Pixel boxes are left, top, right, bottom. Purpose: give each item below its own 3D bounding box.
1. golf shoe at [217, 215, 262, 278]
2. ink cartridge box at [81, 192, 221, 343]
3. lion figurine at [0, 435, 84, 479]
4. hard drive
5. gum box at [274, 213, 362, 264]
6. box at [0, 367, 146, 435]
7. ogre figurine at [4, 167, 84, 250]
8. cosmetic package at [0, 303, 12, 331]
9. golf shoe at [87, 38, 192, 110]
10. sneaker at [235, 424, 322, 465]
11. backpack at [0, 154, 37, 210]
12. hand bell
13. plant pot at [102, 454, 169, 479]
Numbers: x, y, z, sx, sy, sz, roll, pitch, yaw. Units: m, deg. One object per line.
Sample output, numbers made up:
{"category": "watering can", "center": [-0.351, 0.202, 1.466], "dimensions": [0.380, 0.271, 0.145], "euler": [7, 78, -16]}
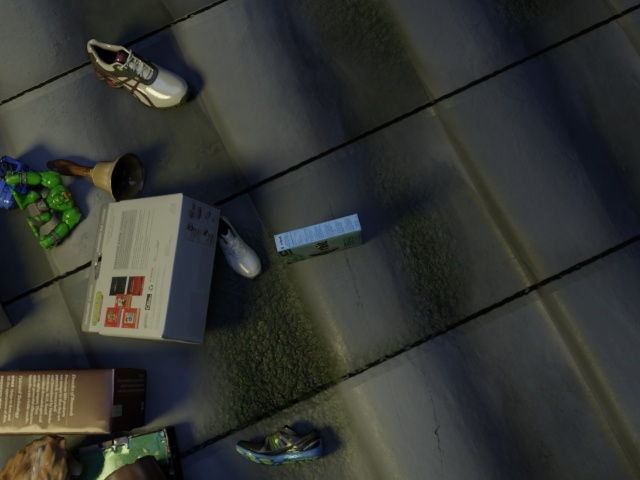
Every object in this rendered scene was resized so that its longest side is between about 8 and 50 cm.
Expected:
{"category": "golf shoe", "center": [-0.204, 0.013, 1.456], "dimensions": [0.069, 0.086, 0.176], "euler": [-39, 79, -6]}
{"category": "ink cartridge box", "center": [-0.381, 0.066, 1.415], "dimensions": [0.272, 0.130, 0.309], "euler": [-2, 76, 33]}
{"category": "lion figurine", "center": [-0.676, 0.561, 1.324], "dimensions": [0.392, 0.142, 0.240], "euler": [-21, 60, 22]}
{"category": "hard drive", "center": [-0.402, 0.594, 1.356], "dimensions": [0.237, 0.064, 0.339], "euler": [-15, 78, 1]}
{"category": "gum box", "center": [0.000, 0.000, 1.405], "dimensions": [0.184, 0.157, 0.041], "euler": [-14, 77, 1]}
{"category": "box", "center": [-0.593, 0.345, 1.361], "dimensions": [0.381, 0.191, 0.143], "euler": [0, 78, 4]}
{"category": "ogre figurine", "center": [-0.650, -0.089, 1.501], "dimensions": [0.118, 0.097, 0.197], "euler": [-30, 86, -22]}
{"category": "cosmetic package", "center": [-0.931, 0.060, 1.423], "dimensions": [0.230, 0.161, 0.453], "euler": [-28, 90, -2]}
{"category": "golf shoe", "center": [-0.450, -0.406, 1.552], "dimensions": [0.273, 0.120, 0.105], "euler": [22, 79, 8]}
{"category": "sneaker", "center": [-0.089, 0.443, 1.370], "dimensions": [0.188, 0.067, 0.078], "euler": [-5, 56, 5]}
{"category": "backpack", "center": [-0.746, -0.131, 1.526], "dimensions": [0.101, 0.098, 0.120], "euler": [23, 78, -11]}
{"category": "hand bell", "center": [-0.564, -0.165, 1.532], "dimensions": [0.242, 0.126, 0.126], "euler": [11, 78, 20]}
{"category": "plant pot", "center": [-0.353, 0.533, 1.260], "dimensions": [0.167, 0.167, 0.165], "euler": [-34, 68, -3]}
